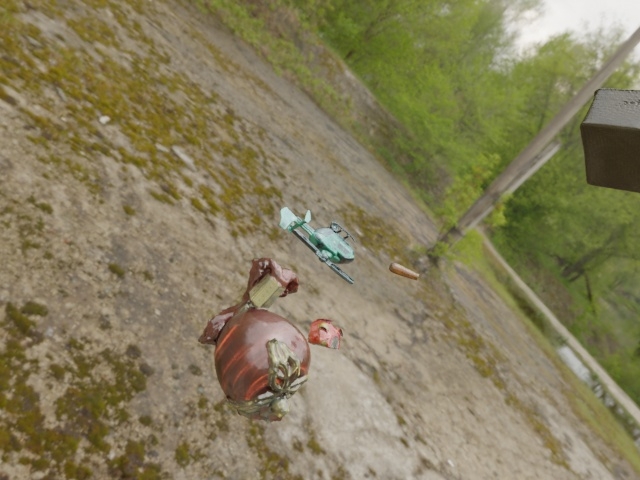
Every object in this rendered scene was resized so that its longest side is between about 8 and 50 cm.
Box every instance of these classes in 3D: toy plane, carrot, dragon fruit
[{"bbox_3d":[0.000,0.000,1.210,0.235,0.060,0.096,40,50,-25],"label":"toy plane"},{"bbox_3d":[0.250,0.094,1.672,0.093,0.032,0.032,22,15,8],"label":"carrot"},{"bbox_3d":[0.013,0.193,1.154,0.056,0.060,0.083,1,-17,28],"label":"dragon fruit"}]

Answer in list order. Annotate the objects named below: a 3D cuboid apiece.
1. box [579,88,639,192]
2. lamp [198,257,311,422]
[{"bbox_3d":[0.837,-0.271,1.529,0.184,0.143,0.273,18,-22,39],"label":"box"},{"bbox_3d":[-0.095,0.161,0.871,0.223,0.215,0.151,48,9,12],"label":"lamp"}]
